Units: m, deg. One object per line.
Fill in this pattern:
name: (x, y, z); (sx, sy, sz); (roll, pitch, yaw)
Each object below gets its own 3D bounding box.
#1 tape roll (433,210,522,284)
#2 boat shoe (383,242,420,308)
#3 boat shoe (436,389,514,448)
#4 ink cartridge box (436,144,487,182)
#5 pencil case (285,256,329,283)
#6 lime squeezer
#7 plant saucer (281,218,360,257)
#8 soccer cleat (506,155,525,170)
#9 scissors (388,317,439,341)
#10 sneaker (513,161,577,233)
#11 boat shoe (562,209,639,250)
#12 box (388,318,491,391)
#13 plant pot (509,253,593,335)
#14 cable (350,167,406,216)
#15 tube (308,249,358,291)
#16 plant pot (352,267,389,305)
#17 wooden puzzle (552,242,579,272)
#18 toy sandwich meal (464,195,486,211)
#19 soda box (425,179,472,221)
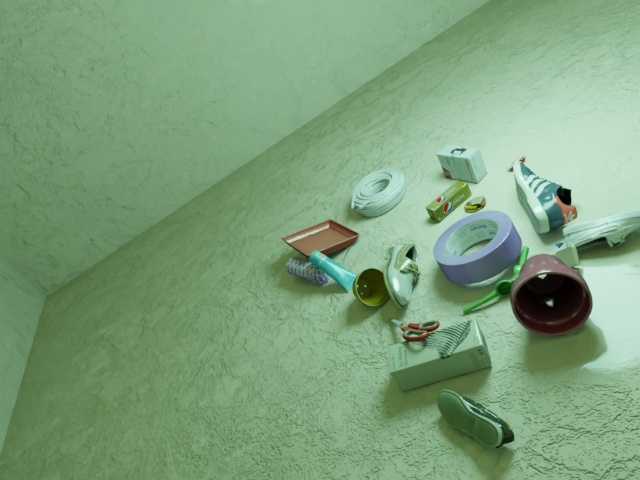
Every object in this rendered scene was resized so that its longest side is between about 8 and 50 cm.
tape roll: (0.517, 0.020, 1.775); (0.274, 0.090, 0.275); (-29, 24, 14)
boat shoe: (0.291, 0.107, 1.875); (0.103, 0.113, 0.302); (-26, 31, 23)
boat shoe: (0.388, 0.450, 1.360); (0.227, 0.068, 0.081); (28, 105, 60)
ink cartridge box: (0.576, -0.313, 2.179); (0.072, 0.128, 0.175); (-42, 33, -19)
pencil case: (-0.057, 0.123, 2.196); (0.086, 0.088, 0.206); (-45, 32, -24)
lime squeezer: (0.571, 0.121, 1.654); (0.310, 0.059, 0.110); (-43, 33, -13)
plant saucer: (0.000, 0.000, 2.287); (0.258, 0.048, 0.259); (-21, 27, -23)
soccer cleat: (0.763, -0.303, 2.090); (0.083, 0.029, 0.035); (-41, 36, -3)
scissors: (0.256, 0.271, 1.664); (0.109, 0.021, 0.297); (-30, 10, -24)
sneaker: (0.761, -0.161, 1.819); (0.148, 0.131, 0.350); (-17, 40, 13)
boat shoe: (0.856, -0.021, 1.575); (0.258, 0.095, 0.084); (-18, 65, 36)
box: (0.338, 0.331, 1.539); (0.274, 0.094, 0.113); (-23, 32, 17)
plant pot: (0.626, 0.132, 1.478); (0.201, 0.202, 0.180); (-19, 19, 23)
cable: (0.259, -0.214, 2.373); (0.256, 0.089, 0.257); (-21, 33, 19)
tube: (0.050, 0.113, 2.072); (0.207, 0.052, 0.080); (34, 70, 18)
plant pot: (0.166, 0.169, 1.910); (0.134, 0.134, 0.095); (-47, 10, -21)
wooden puzzle: (0.735, 0.056, 1.600); (0.078, 0.014, 0.117); (-23, 54, 49)
toy sandwich meal: (0.583, -0.141, 2.029); (0.085, 0.029, 0.086); (-23, 33, 16)
soda box: (0.502, -0.155, 2.092); (0.181, 0.061, 0.058); (-40, 31, -10)
